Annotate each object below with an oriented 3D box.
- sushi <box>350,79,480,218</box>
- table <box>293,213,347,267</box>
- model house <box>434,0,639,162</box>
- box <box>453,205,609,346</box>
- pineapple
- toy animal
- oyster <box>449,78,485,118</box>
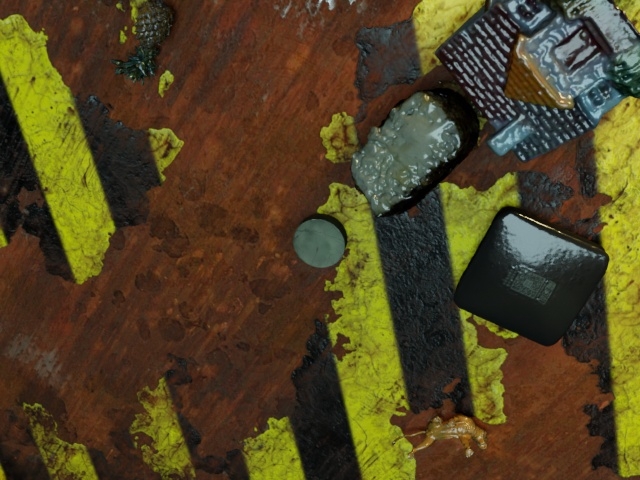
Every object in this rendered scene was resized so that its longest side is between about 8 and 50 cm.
[{"bbox_3d":[0.213,-0.209,1.657,0.196,0.182,0.343,47,123,6],"label":"sushi"},{"bbox_3d":[0.000,0.000,1.883,0.134,0.043,0.133,5,114,11],"label":"table"},{"bbox_3d":[0.413,-0.356,1.472,0.339,0.297,0.360,-38,102,21],"label":"model house"},{"bbox_3d":[0.498,0.089,1.785,0.289,0.073,0.290,24,117,3],"label":"box"},{"bbox_3d":[-0.411,-0.472,1.746,0.083,0.103,0.221,47,122,29],"label":"pineapple"},{"bbox_3d":[0.315,0.521,2.021,0.255,0.116,0.114,-8,88,22],"label":"toy animal"},{"bbox_3d":[0.363,-0.324,1.649,0.177,0.056,0.105,-4,105,20],"label":"oyster"}]
